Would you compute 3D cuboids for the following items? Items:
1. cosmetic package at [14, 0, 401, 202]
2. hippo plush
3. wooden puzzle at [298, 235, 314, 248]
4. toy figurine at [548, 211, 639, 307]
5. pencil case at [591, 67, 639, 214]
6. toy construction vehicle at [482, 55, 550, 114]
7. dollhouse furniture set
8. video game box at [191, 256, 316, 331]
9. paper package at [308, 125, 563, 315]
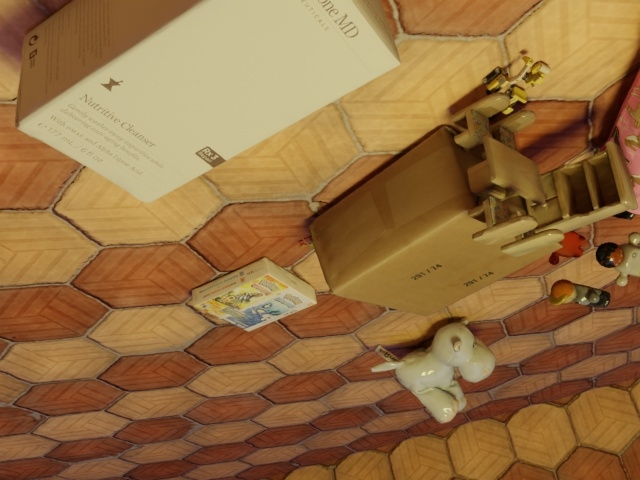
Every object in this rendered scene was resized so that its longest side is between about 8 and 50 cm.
[{"bbox_3d":[-0.131,-0.220,0.816,0.385,0.156,0.217,-25,146,23],"label":"cosmetic package"},{"bbox_3d":[0.332,0.310,1.911,0.294,0.234,0.236,40,113,-4],"label":"hippo plush"},{"bbox_3d":[0.000,0.000,1.393,0.083,0.006,0.049,-22,149,17],"label":"wooden puzzle"},{"bbox_3d":[0.532,0.016,1.414,0.148,0.209,0.213,12,142,-27],"label":"toy figurine"},{"bbox_3d":[0.550,-0.195,1.105,0.167,0.160,0.386,-16,151,-5],"label":"pencil case"},{"bbox_3d":[0.295,-0.232,1.071,0.086,0.035,0.098,16,140,-40],"label":"toy construction vehicle"},{"bbox_3d":[0.343,-0.098,1.081,0.242,0.212,0.161,17,149,-41],"label":"dollhouse furniture set"},{"bbox_3d":[-0.136,0.120,1.512,0.187,0.048,0.205,-26,148,19],"label":"video game box"},{"bbox_3d":[0.207,-0.014,1.284,0.310,0.168,0.325,17,139,-43],"label":"paper package"}]
